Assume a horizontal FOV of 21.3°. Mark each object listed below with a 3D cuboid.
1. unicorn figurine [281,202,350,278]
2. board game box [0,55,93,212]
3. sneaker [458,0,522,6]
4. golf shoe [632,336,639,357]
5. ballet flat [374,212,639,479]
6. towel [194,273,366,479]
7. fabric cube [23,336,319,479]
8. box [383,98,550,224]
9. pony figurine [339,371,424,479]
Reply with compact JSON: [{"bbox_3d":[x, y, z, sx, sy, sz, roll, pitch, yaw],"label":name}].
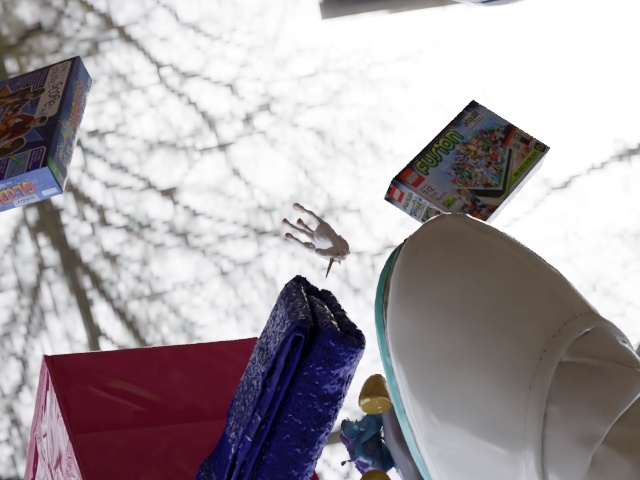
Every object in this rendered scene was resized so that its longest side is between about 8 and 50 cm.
[{"bbox_3d":[0.000,0.000,2.305,0.111,0.060,0.162,33,-174,15],"label":"unicorn figurine"},{"bbox_3d":[-0.300,-0.096,1.636,0.136,0.035,0.201,-16,-146,14],"label":"board game box"},{"bbox_3d":[0.130,-0.325,1.799,0.321,0.127,0.126,6,-108,47],"label":"sneaker"},{"bbox_3d":[0.351,0.128,1.679,0.115,0.306,0.140,41,-93,22],"label":"golf shoe"},{"bbox_3d":[0.156,0.153,0.860,0.139,0.400,0.139,-18,-152,10],"label":"ballet flat"},{"bbox_3d":[-0.065,0.191,1.569,0.076,0.308,0.227,23,-174,-14],"label":"towel"},{"bbox_3d":[-0.176,0.290,1.917,0.258,0.254,0.259,-3,-138,-23],"label":"fabric cube"},{"bbox_3d":[0.170,-0.077,1.949,0.114,0.036,0.207,33,-137,11],"label":"box"},{"bbox_3d":[0.128,0.297,1.836,0.303,0.351,0.363,-8,165,7],"label":"pony figurine"}]
